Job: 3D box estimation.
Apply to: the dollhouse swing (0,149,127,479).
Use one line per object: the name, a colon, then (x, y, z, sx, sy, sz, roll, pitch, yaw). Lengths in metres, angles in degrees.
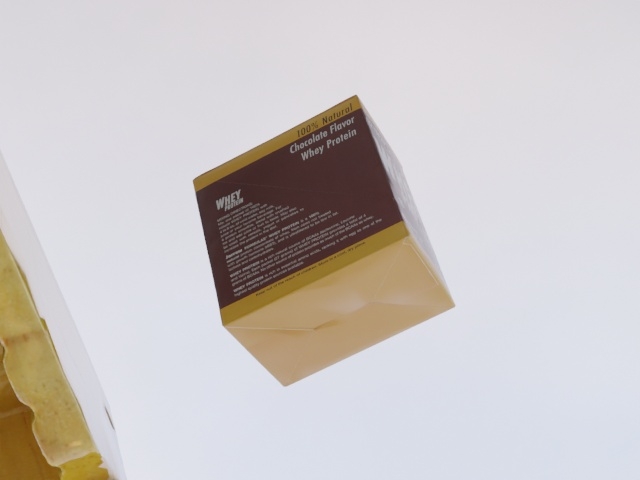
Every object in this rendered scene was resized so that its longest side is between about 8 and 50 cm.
dollhouse swing: (-0.321, 0.033, 0.692, 0.305, 0.346, 0.315, -21, -164, -9)

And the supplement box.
supplement box: (0.000, 0.000, 1.161, 0.191, 0.129, 0.194, -26, -131, 11)
